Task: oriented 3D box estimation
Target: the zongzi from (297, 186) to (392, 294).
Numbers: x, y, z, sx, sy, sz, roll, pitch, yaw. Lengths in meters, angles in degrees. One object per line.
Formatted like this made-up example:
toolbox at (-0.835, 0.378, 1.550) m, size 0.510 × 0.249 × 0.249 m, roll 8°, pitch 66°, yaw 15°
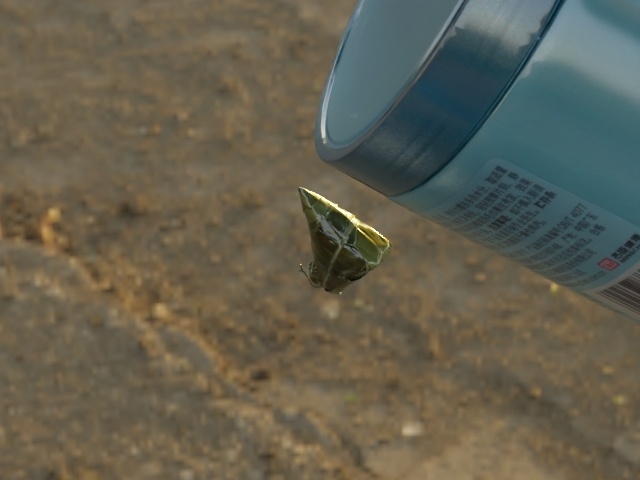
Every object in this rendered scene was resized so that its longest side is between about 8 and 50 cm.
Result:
zongzi at (0.000, 0.000, 1.875) m, size 0.119 × 0.109 × 0.055 m, roll 38°, pitch 53°, yaw -11°

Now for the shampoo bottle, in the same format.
shampoo bottle at (0.221, -0.125, 1.353) m, size 0.342 × 0.331 × 0.331 m, roll 28°, pitch 33°, yaw -14°
